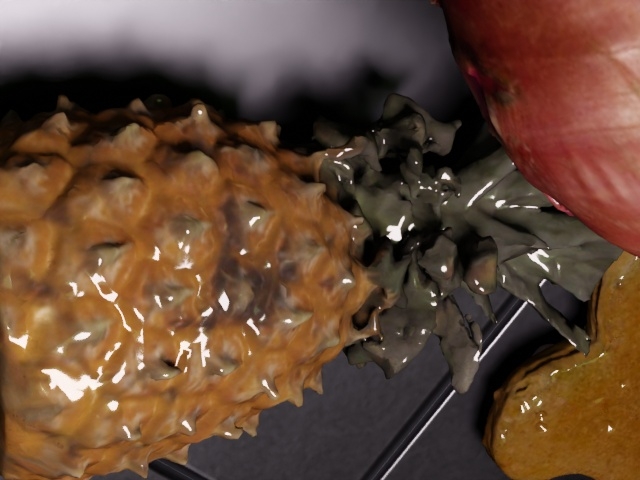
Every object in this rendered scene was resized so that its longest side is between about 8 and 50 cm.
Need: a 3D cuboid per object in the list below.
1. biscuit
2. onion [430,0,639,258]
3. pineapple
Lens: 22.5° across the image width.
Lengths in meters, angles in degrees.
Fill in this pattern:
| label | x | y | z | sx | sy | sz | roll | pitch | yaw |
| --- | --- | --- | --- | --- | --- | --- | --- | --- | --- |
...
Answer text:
| label | x | y | z | sx | sy | sz | roll | pitch | yaw |
| --- | --- | --- | --- | --- | --- | --- | --- | --- | --- |
| biscuit | 0.230 | 0.106 | 0.895 | 0.301 | 0.049 | 0.197 | 29 | 109 | -27 |
| onion | 0.169 | -0.149 | 0.623 | 0.354 | 0.353 | 0.353 | -8 | 115 | -17 |
| pineapple | 0.000 | 0.000 | 0.720 | 0.341 | 0.169 | 0.169 | -14 | 117 | -22 |
